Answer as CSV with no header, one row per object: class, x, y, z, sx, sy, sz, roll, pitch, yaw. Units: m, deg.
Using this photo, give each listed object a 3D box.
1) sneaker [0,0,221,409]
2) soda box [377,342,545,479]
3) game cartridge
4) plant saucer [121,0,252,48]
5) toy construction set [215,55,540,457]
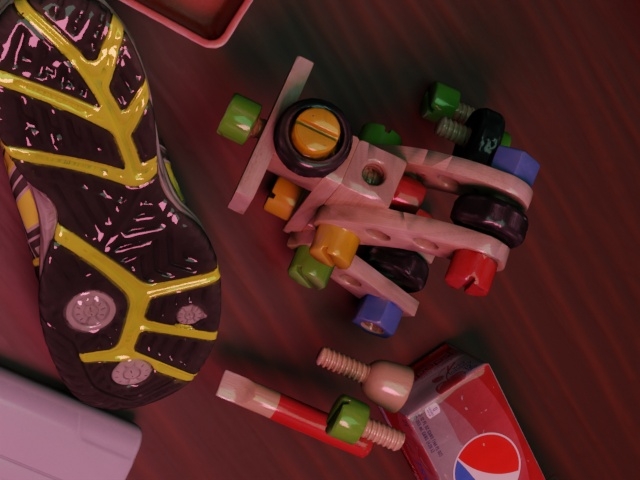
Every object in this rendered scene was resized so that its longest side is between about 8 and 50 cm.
sneaker,-0.165,-0.039,1.248,0.145,0.147,0.385,-11,124,-8
soda box,0.150,0.227,1.453,0.092,0.083,0.263,-32,110,-14
game cartridge,-0.292,0.245,1.292,0.198,0.062,0.297,27,89,-28
plant saucer,-0.118,-0.292,1.176,0.259,0.048,0.258,29,76,7
toy construction set,0.000,0.000,1.288,0.237,0.257,0.309,23,96,-13
